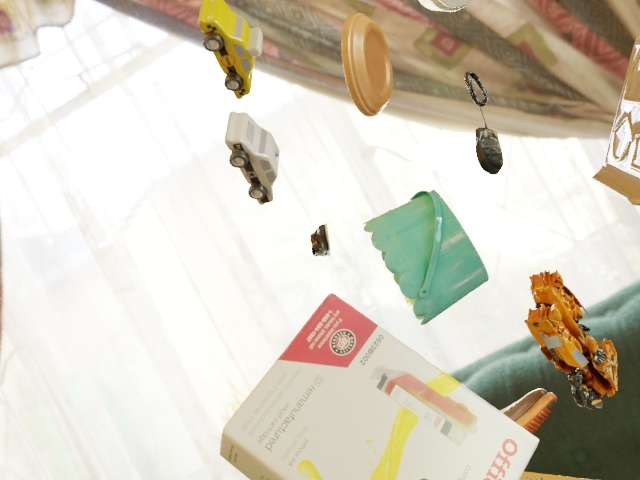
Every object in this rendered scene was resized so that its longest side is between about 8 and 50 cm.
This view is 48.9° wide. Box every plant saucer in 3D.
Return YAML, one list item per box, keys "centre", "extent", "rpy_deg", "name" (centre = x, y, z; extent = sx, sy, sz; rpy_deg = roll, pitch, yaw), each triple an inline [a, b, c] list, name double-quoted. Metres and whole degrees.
- centre: [0.096, -0.341, 1.363]
  extent: [0.037, 0.200, 0.200]
  rpy_deg: [-5, 9, 25]
  name: "plant saucer"

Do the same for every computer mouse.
- centre: [0.354, -0.260, 1.568]
  extent: [0.071, 0.242, 0.041]
  rpy_deg: [-5, -10, -34]
  name: "computer mouse"

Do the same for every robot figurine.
- centre: [0.520, 0.208, 1.442]
  extent: [0.085, 0.291, 0.211]
  rpy_deg: [-27, 25, 37]
  name: "robot figurine"

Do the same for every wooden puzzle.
- centre: [0.672, -0.254, 1.409]
  extent: [0.080, 0.348, 0.322]
  rpy_deg: [14, 15, 2]
  name: "wooden puzzle"

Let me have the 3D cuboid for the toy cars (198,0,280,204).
- centre: [-0.129, -0.257, 1.311]
  extent: [0.087, 0.394, 0.176]
  rpy_deg: [-9, 10, 14]
  name: "toy cars"

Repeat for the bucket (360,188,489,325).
- centre: [0.233, 0.031, 1.569]
  extent: [0.183, 0.281, 0.281]
  rpy_deg: [-31, -1, 3]
  name: "bucket"

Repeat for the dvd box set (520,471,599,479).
- centre: [0.447, 0.505, 1.175]
  extent: [0.420, 0.308, 0.062]
  rpy_deg: [-1, 39, 24]
  name: "dvd box set"

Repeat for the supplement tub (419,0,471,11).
- centre: [0.348, -0.707, 1.940]
  extent: [0.144, 0.144, 0.200]
  rpy_deg: [-28, 20, 3]
  name: "supplement tub"

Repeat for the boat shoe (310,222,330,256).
- centre: [0.000, 0.002, 1.401]
  extent: [0.042, 0.049, 0.133]
  rpy_deg: [-2, -18, -2]
  name: "boat shoe"

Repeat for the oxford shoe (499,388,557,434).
- centre: [0.325, 0.404, 1.485]
  extent: [0.363, 0.133, 0.130]
  rpy_deg: [-36, -33, 7]
  name: "oxford shoe"

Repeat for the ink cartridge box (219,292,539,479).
- centre: [0.084, 0.309, 1.052]
  extent: [0.279, 0.384, 0.160]
  rpy_deg: [-50, -11, -29]
  name: "ink cartridge box"
